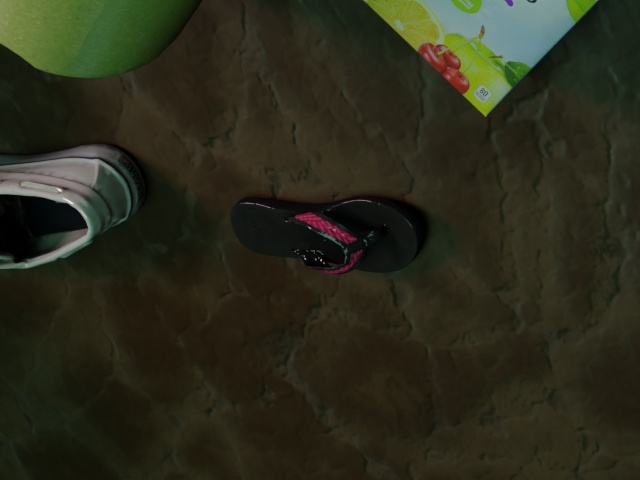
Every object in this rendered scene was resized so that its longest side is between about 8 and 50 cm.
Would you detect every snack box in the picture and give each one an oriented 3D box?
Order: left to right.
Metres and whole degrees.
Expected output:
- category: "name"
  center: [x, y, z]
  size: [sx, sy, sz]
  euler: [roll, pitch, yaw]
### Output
- category: "snack box"
  center: [0.097, -0.215, 1.345]
  size: [0.207, 0.070, 0.174]
  euler: [44, 134, -1]

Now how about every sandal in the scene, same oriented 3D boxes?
- category: "sandal"
  center: [0.000, 0.000, 1.577]
  size: [0.179, 0.040, 0.067]
  euler: [3, 121, 32]

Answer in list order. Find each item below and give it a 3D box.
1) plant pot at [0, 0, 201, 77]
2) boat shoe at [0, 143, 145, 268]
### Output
- category: "plant pot"
  center: [-0.149, -0.254, 1.375]
  size: [0.276, 0.276, 0.254]
  euler: [38, 145, 5]
- category: "boat shoe"
  center: [-0.270, -0.015, 1.712]
  size: [0.267, 0.088, 0.096]
  euler: [-6, 117, 36]
